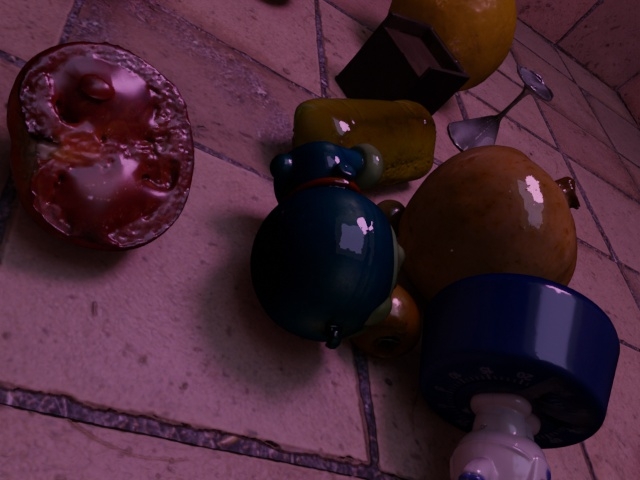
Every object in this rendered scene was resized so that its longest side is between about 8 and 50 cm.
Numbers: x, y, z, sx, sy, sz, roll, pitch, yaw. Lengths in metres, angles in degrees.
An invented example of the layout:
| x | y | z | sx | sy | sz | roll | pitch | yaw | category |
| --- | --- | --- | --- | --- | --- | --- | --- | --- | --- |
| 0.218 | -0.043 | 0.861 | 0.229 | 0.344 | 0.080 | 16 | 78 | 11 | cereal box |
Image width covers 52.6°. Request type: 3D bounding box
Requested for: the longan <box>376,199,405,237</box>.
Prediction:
| x | y | z | sx | sy | sz | roll | pitch | yaw | category |
| --- | --- | --- | --- | --- | --- | --- | --- | --- | --- |
| 0.115 | -0.039 | 1.141 | 0.083 | 0.075 | 0.075 | 12 | 24 | 27 | longan |

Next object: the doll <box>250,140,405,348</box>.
| x | y | z | sx | sy | sz | roll | pitch | yaw | category |
| --- | --- | --- | --- | --- | --- | --- | --- | --- | --- |
| 0.001 | -0.001 | 0.862 | 0.186 | 0.198 | 0.322 | 19 | 41 | -31 | doll |

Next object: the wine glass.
| x | y | z | sx | sy | sz | roll | pitch | yaw | category |
| --- | --- | --- | --- | --- | --- | --- | --- | --- | --- |
| 0.447 | -0.312 | 1.597 | 0.156 | 0.232 | 0.156 | 26 | 40 | -24 | wine glass |

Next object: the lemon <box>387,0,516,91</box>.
| x | y | z | sx | sy | sz | roll | pitch | yaw | category |
| --- | --- | --- | --- | --- | --- | --- | --- | --- | --- |
| 0.326 | -0.543 | 1.614 | 0.348 | 0.348 | 0.348 | 27 | 39 | -24 | lemon |

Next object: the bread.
| x | y | z | sx | sy | sz | roll | pitch | yaw | category |
| --- | --- | --- | --- | --- | --- | --- | --- | --- | --- |
| 0.101 | -0.178 | 1.177 | 0.383 | 0.112 | 0.166 | -14 | 97 | -50 | bread |

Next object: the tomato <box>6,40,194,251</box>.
| x | y | z | sx | sy | sz | roll | pitch | yaw | category |
| --- | --- | --- | --- | --- | --- | --- | --- | --- | --- |
| -0.262 | -0.103 | 0.758 | 0.200 | 0.139 | 0.233 | -2 | 90 | -38 | tomato |

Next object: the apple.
| x | y | z | sx | sy | sz | roll | pitch | yaw | category |
| --- | --- | --- | --- | --- | --- | --- | --- | --- | --- |
| 0.094 | 0.111 | 0.932 | 0.114 | 0.099 | 0.102 | 25 | 37 | -21 | apple |

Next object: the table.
| x | y | z | sx | sy | sz | roll | pitch | yaw | category |
| --- | --- | --- | --- | --- | --- | --- | --- | --- | --- |
| 0.181 | -0.351 | 1.403 | 0.172 | 0.193 | 0.169 | -6 | 58 | -47 | table |

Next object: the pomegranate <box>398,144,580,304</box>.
| x | y | z | sx | sy | sz | roll | pitch | yaw | category |
| --- | --- | --- | --- | --- | --- | --- | --- | --- | --- |
| 0.260 | -0.002 | 1.040 | 0.307 | 0.307 | 0.307 | 27 | 39 | -24 | pomegranate |

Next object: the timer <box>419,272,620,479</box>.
| x | y | z | sx | sy | sz | roll | pitch | yaw | category |
| --- | --- | --- | --- | --- | --- | --- | --- | --- | --- |
| 0.228 | 0.262 | 0.824 | 0.270 | 0.270 | 0.384 | 35 | 51 | -14 | timer |
